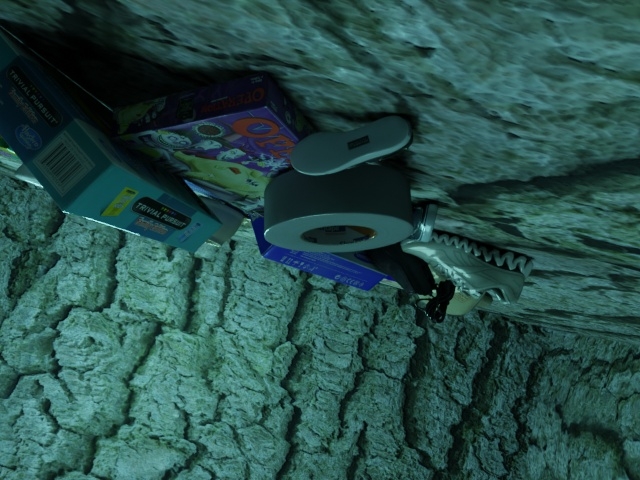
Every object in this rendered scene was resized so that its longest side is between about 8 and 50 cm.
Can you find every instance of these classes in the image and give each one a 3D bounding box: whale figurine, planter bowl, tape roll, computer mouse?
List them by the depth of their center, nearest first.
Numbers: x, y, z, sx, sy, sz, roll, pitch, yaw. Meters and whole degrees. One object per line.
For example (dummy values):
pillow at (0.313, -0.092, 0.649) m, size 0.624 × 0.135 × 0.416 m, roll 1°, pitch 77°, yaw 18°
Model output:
tape roll at (0.026, -0.040, 0.662) m, size 0.219 × 0.072 × 0.219 m, roll -2°, pitch 166°, yaw 0°
computer mouse at (0.220, 0.057, 1.069) m, size 0.272 × 0.072 × 0.188 m, roll 42°, pitch -147°, yaw 8°
whale figurine at (0.386, 0.099, 1.207) m, size 0.216 × 0.141 × 0.272 m, roll 31°, pitch 146°, yaw -11°
planter bowl at (-0.322, -0.047, 1.315) m, size 0.162 × 0.109 × 0.162 m, roll 17°, pitch 167°, yaw 4°

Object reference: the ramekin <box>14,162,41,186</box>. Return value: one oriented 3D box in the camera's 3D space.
ramekin at (-0.533, -0.162, 1.039) m, size 0.277 × 0.135 × 0.277 m, roll 16°, pitch 173°, yaw 2°

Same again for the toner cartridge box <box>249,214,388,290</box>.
toner cartridge box at (0.000, 0.000, 1.028) m, size 0.348 × 0.075 × 0.165 m, roll 22°, pitch -144°, yaw -43°

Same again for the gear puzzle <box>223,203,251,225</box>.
gear puzzle at (-0.251, -0.084, 1.440) m, size 0.339 × 0.044 × 0.175 m, roll 16°, pitch 172°, yaw 9°

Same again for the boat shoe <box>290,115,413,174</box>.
boat shoe at (0.035, -0.101, 0.500) m, size 0.142 × 0.049 × 0.040 m, roll -10°, pitch 171°, yaw 23°

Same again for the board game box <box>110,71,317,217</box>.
board game box at (-0.086, -0.107, 0.636) m, size 0.208 × 0.056 × 0.347 m, roll -9°, pitch 164°, yaw 20°

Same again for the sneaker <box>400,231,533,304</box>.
sneaker at (0.317, 0.059, 0.988) m, size 0.292 × 0.118 × 0.110 m, roll 17°, pitch 175°, yaw 4°

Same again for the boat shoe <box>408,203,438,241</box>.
boat shoe at (0.157, -0.033, 0.810) m, size 0.083 × 0.065 × 0.183 m, roll 14°, pitch 174°, yaw 4°

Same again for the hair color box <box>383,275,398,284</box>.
hair color box at (0.180, 0.078, 1.489) m, size 0.339 × 0.110 × 0.185 m, roll 15°, pitch 172°, yaw -4°

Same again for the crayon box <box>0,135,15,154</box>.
crayon box at (-0.820, -0.266, 1.069) m, size 0.279 × 0.081 × 0.165 m, roll 16°, pitch 173°, yaw -1°

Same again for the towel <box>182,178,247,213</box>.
towel at (-0.199, -0.105, 1.151) m, size 0.336 × 0.040 × 0.243 m, roll 9°, pitch 169°, yaw 46°

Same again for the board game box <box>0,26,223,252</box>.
board game box at (-0.302, -0.118, 0.642) m, size 0.254 × 0.079 × 0.336 m, roll 46°, pitch 179°, yaw 11°
